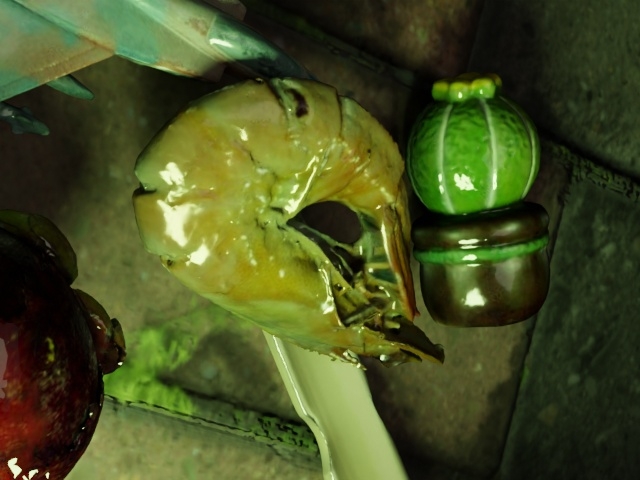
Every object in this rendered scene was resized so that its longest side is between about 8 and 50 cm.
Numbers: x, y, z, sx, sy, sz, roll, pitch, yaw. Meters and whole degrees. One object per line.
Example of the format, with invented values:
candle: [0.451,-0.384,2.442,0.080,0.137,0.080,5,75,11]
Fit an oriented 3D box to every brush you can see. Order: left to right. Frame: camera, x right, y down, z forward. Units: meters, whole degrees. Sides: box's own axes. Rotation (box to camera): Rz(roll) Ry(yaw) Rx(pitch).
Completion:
brush: [0.015,0.131,1.126,0.060,0.050,0.321,-29,104,-32]

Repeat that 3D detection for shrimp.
shrimp: [0.001,0.001,1.036,0.145,0.061,0.267,-45,125,1]

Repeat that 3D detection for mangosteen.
mangosteen: [-0.181,0.054,0.890,0.166,0.166,0.180,56,36,-28]

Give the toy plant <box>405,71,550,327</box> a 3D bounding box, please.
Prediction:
toy plant: [0.102,-0.028,1.153,0.093,0.093,0.162,-12,101,-39]

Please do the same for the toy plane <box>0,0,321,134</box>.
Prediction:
toy plane: [-0.112,-0.136,0.960,0.326,0.104,0.223,29,76,-42]
